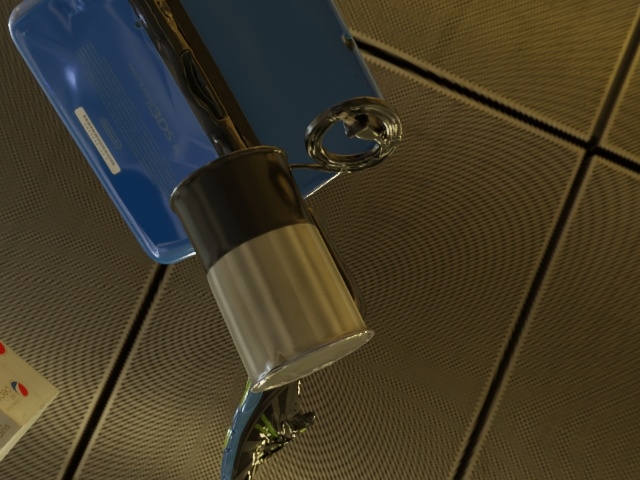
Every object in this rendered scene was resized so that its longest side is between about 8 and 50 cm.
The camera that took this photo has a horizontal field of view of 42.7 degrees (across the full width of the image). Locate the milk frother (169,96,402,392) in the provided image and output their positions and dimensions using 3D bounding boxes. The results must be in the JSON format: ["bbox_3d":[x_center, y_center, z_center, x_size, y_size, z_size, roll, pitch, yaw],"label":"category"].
[{"bbox_3d":[0.000,0.000,0.512,0.129,0.143,0.135,-12,-111,-45],"label":"milk frother"}]

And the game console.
[{"bbox_3d":[-0.113,-0.162,0.820,0.250,0.173,0.293,-20,-74,32],"label":"game console"}]

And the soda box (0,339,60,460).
[{"bbox_3d":[-0.244,0.145,0.439,0.074,0.069,0.216,42,-87,-4],"label":"soda box"}]

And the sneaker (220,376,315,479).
[{"bbox_3d":[-0.048,0.183,0.805,0.078,0.067,0.188,22,-99,-6],"label":"sneaker"}]
